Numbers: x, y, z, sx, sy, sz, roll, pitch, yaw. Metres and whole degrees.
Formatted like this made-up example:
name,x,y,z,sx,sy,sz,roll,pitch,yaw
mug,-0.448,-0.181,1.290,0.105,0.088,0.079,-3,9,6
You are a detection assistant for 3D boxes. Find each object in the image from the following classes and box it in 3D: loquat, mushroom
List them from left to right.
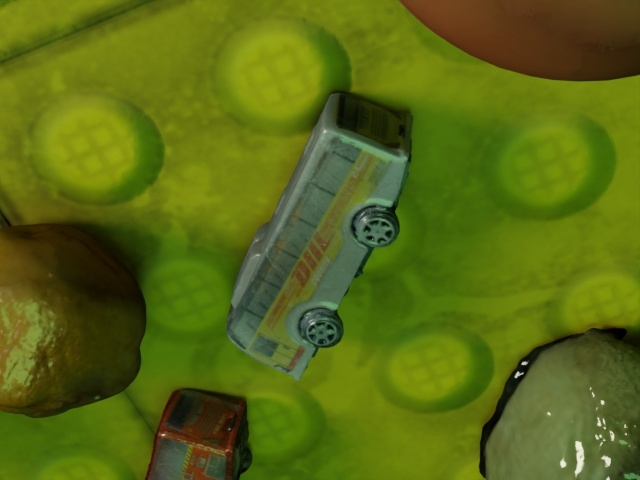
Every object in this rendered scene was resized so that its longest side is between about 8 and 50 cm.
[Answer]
name,x,y,z,sx,sy,sz,roll,pitch,yaw
loquat,-0.177,0.054,0.962,0.137,0.113,0.137,-6,108,-18
mushroom,0.262,0.215,1.068,0.247,0.130,0.344,-27,122,23

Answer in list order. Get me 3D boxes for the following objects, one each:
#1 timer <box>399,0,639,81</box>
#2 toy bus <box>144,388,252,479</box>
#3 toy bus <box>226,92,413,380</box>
name,x,y,z,sx,sy,sz,roll,pitch,yaw
timer,0.120,-0.192,0.709,0.230,0.215,0.229,-8,116,-17
toy bus,-0.098,0.196,1.091,0.077,0.065,0.192,17,124,0
toy bus,0.000,0.000,0.948,0.075,0.064,0.190,22,123,-9
